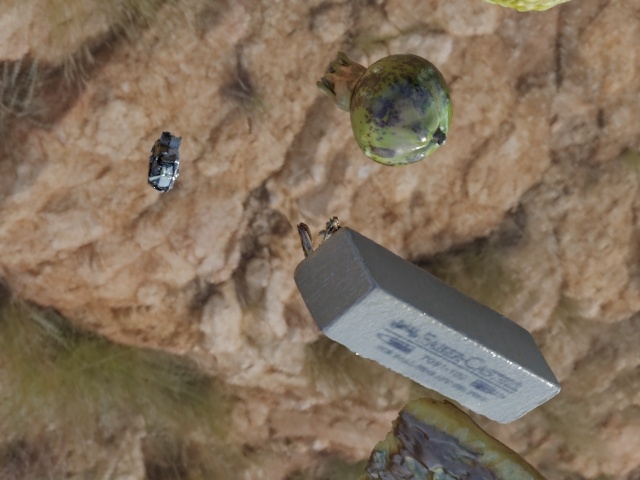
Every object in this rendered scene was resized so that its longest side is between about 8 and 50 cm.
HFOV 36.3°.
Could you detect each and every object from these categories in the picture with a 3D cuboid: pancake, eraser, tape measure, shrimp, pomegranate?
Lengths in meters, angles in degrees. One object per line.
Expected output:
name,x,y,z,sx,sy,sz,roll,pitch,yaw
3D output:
pancake,0.193,0.352,1.041,0.067,0.427,0.305,-42,179,-38
eraser,0.132,0.113,1.200,0.352,0.077,0.111,29,132,-23
tape measure,-0.269,-0.135,1.681,0.054,0.091,0.094,11,138,-14
shrimp,0.001,-0.001,1.587,0.034,0.124,0.178,-25,143,-20
pomegranate,0.117,-0.256,1.879,0.276,0.204,0.222,13,132,3

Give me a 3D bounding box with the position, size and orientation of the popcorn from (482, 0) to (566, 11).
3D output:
popcorn,0.355,-0.531,1.570,0.274,0.279,0.335,14,143,0
